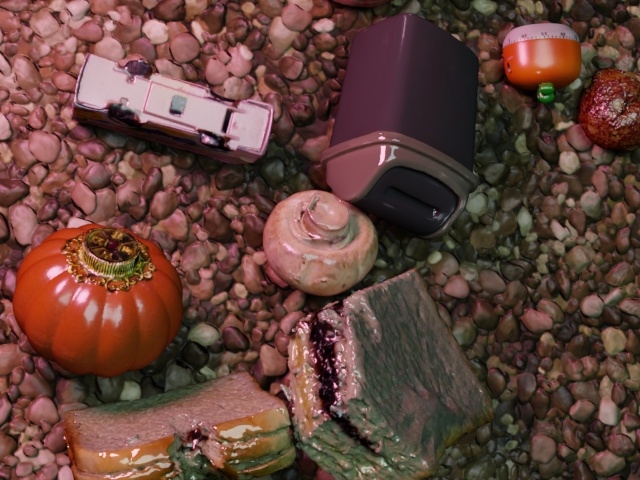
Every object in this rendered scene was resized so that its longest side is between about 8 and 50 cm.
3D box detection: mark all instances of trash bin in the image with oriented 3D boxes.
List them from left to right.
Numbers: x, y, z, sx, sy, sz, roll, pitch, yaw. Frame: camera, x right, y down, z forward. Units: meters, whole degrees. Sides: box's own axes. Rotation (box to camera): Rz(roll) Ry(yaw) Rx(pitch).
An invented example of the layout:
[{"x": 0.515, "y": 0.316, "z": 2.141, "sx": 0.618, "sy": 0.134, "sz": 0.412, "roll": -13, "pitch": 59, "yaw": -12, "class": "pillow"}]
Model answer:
[{"x": 0.124, "y": -0.163, "z": 1.603, "sx": 0.209, "sy": 0.182, "sz": 0.290, "roll": 23, "pitch": 66, "yaw": -34, "class": "trash bin"}]

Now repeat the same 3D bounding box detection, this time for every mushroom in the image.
[{"x": 0.000, "y": 0.000, "z": 1.560, "sx": 0.166, "sy": 0.127, "sz": 0.166, "roll": 4, "pitch": 55, "yaw": -5, "class": "mushroom"}]

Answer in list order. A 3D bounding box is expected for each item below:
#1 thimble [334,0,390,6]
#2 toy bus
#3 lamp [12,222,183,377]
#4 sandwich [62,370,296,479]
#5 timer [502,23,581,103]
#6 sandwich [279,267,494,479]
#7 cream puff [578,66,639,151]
[{"x": 0.074, "y": -0.483, "z": 1.675, "sx": 0.239, "sy": 0.162, "sz": 0.239, "roll": 3, "pitch": 76, "yaw": -14, "class": "thimble"}, {"x": -0.209, "y": -0.181, "z": 1.550, "sx": 0.274, "sy": 0.112, "sz": 0.090, "roll": 15, "pitch": 75, "yaw": -13, "class": "toy bus"}, {"x": -0.288, "y": 0.078, "z": 1.432, "sx": 0.223, "sy": 0.196, "sz": 0.223, "roll": 13, "pitch": 37, "yaw": -10, "class": "lamp"}, {"x": -0.182, "y": 0.258, "z": 1.398, "sx": 0.273, "sy": 0.249, "sz": 0.095, "roll": -12, "pitch": 99, "yaw": -17, "class": "sandwich"}, {"x": 0.355, "y": -0.279, "z": 1.753, "sx": 0.136, "sy": 0.099, "sz": 0.136, "roll": 0, "pitch": 89, "yaw": -7, "class": "timer"}, {"x": 0.083, "y": 0.192, "z": 1.475, "sx": 0.325, "sy": 0.131, "sz": 0.262, "roll": -24, "pitch": 85, "yaw": -58, "class": "sandwich"}, {"x": 0.492, "y": -0.217, "z": 1.786, "sx": 0.149, "sy": 0.084, "sz": 0.149, "roll": 4, "pitch": 77, "yaw": -18, "class": "cream puff"}]
